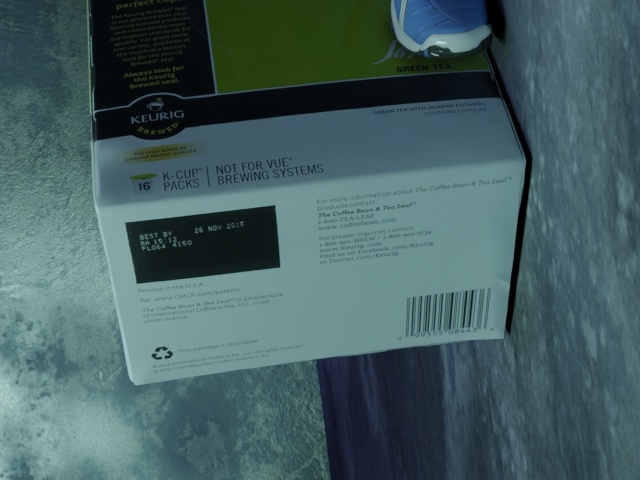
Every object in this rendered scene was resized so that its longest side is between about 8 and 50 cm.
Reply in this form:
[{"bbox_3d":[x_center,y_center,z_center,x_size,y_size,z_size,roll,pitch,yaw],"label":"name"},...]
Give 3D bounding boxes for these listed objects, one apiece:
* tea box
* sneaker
[{"bbox_3d":[-0.025,-0.080,1.170,0.220,0.329,0.323,88,174,-46],"label":"tea box"},{"bbox_3d":[0.090,-0.224,1.096,0.211,0.080,0.081,-104,6,-46],"label":"sneaker"}]
